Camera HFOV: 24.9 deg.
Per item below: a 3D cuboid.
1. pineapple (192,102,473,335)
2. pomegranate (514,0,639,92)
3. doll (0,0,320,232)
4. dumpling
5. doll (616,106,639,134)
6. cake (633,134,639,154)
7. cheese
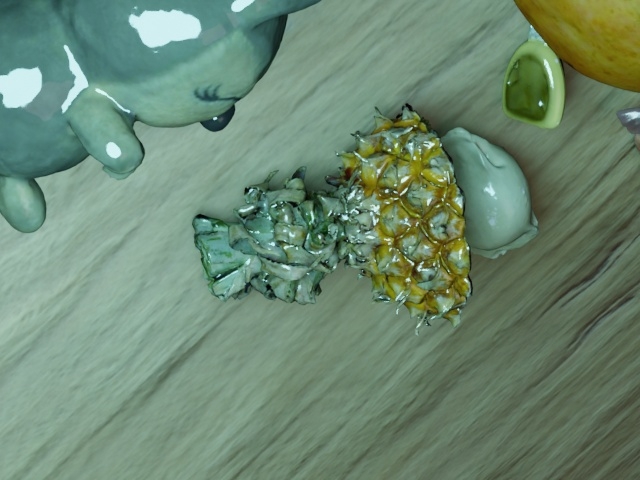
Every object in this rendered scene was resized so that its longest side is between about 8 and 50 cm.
[{"bbox_3d":[0.000,0.000,1.581,0.271,0.262,0.262,-13,135,-11],"label":"pineapple"},{"bbox_3d":[0.367,-0.354,1.468,0.410,0.410,0.410,-24,138,-24],"label":"pomegranate"},{"bbox_3d":[-0.187,-0.209,1.133,0.382,0.252,0.378,-36,144,3],"label":"doll"},{"bbox_3d":[0.180,-0.049,1.771,0.155,0.181,0.111,-27,-172,24],"label":"dumpling"},{"bbox_3d":[0.473,-0.228,1.810,0.262,0.211,0.093,-57,-173,33],"label":"doll"},{"bbox_3d":[0.504,-0.129,2.035,0.109,0.090,0.225,-47,161,-1],"label":"cake"},{"bbox_3d":[0.256,-0.216,1.705,0.036,0.086,0.163,-17,121,-40],"label":"cheese"}]
